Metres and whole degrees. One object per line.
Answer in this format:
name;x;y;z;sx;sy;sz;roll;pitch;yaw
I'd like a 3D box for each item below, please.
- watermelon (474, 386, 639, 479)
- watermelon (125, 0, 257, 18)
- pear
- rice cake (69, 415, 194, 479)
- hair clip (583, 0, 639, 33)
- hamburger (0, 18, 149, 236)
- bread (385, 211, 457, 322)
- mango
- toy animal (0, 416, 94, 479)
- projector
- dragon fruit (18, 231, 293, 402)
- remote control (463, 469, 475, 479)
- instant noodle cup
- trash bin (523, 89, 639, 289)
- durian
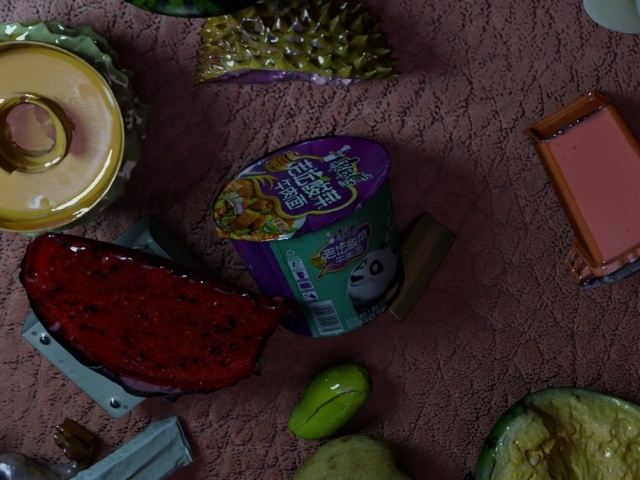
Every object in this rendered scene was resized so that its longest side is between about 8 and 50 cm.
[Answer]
watermelon;0.377;0.379;1.529;0.330;0.189;0.331;-1;93;-10
watermelon;-0.158;-0.401;1.124;0.285;0.285;0.285;-1;113;-3
pear;0.067;0.415;1.534;0.211;0.188;0.228;-38;110;20
rice cake;-0.293;0.354;1.499;0.040;0.226;0.085;1;113;46
hair clip;0.495;-0.348;1.284;0.282;0.113;0.172;-22;113;1
hamburger;-0.359;-0.150;1.258;0.274;0.212;0.274;-2;108;-6
bread;0.136;0.037;1.435;0.074;0.084;0.139;39;105;-16
mango;0.012;0.247;1.526;0.091;0.074;0.165;38;119;-23
toy animal;-0.416;0.380;1.534;0.298;0.122;0.185;38;96;-24
projector;-0.273;0.117;1.433;0.250;0.108;0.198;-37;111;12
dragon fruit;-0.228;0.098;1.311;0.343;0.100;0.282;18;130;-11
remote control;0.405;0.500;1.658;0.398;0.062;0.144;23;109;-12
instant noodle cup;0.000;0.000;1.337;0.251;0.251;0.190;-17;121;4
trash bin;0.384;-0.071;1.371;0.184;0.161;0.239;-32;103;10
durian;-0.024;-0.253;1.270;0.260;0.186;0.154;-8;120;-14
